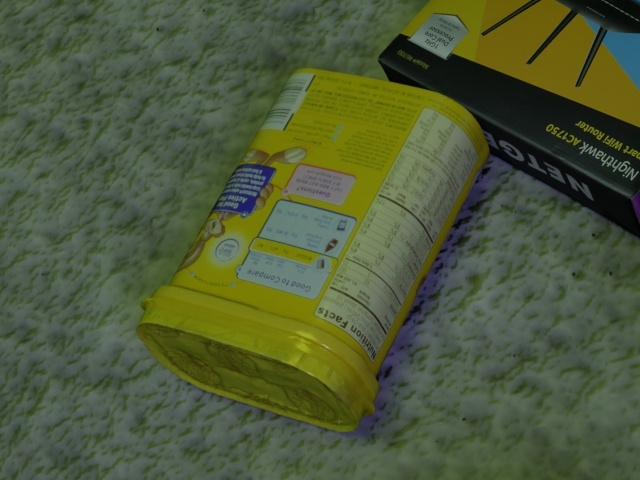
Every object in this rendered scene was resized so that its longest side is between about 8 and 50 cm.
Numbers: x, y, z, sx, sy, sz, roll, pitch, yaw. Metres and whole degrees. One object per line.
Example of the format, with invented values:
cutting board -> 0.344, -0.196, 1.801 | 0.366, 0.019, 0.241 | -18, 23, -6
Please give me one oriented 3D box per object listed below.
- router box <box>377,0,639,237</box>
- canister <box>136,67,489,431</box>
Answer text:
router box -> 0.139, -0.095, 0.937 | 0.179, 0.046, 0.133 | 32, 75, 36
canister -> 0.000, 0.000, 0.918 | 0.126, 0.073, 0.170 | 14, 63, 31
